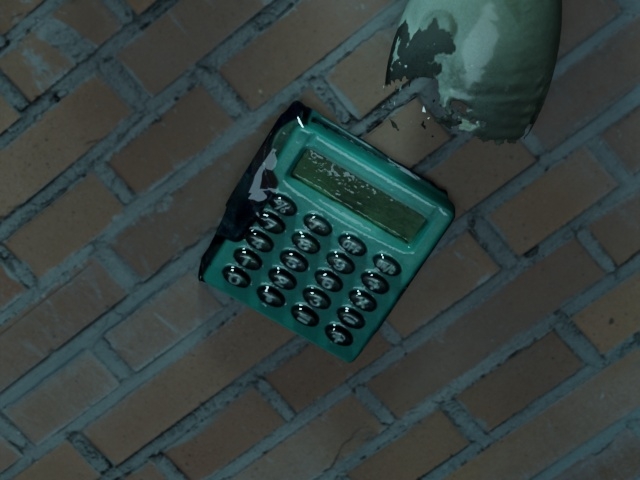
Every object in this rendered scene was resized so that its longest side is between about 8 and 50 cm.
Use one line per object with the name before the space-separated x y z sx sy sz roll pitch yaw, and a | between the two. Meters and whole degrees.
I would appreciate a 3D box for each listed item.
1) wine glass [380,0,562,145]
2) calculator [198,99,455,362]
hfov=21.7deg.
wine glass | 0.194 -0.280 1.835 0.190 0.190 0.357 17 113 -3
calculator | 0.000 0.000 2.036 0.248 0.058 0.274 31 112 -7
